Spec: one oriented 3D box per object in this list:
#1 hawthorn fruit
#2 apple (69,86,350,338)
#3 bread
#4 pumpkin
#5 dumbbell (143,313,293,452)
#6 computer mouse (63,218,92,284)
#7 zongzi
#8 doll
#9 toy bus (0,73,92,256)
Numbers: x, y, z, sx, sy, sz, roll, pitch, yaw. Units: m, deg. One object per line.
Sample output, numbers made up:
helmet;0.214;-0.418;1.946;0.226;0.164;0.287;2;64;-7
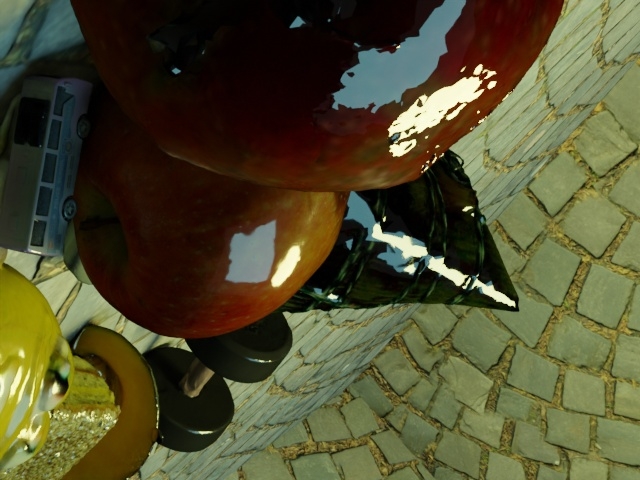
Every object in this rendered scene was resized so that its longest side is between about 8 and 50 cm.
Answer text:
hawthorn fruit;0.003;-0.174;0.699;0.316;0.316;0.316;-41;168;-11
apple;-0.081;-0.038;0.962;0.230;0.230;0.230;-41;168;-11
bread;-0.350;0.223;1.323;0.234;0.110;0.184;-43;159;9
pumpkin;-0.281;0.235;1.456;0.278;0.163;0.111;-44;167;10
dumbbell;-0.152;0.168;1.659;0.218;0.152;0.152;-51;166;32
computer mouse;-0.104;-0.070;1.154;0.331;0.095;0.197;-46;163;14
zongzi;0.000;0.000;1.492;0.383;0.319;0.362;0;149;-48
doll;-0.313;0.084;0.884;0.423;0.161;0.348;-41;154;-48
toy bus;-0.198;-0.055;0.874;0.052;0.037;0.131;10;91;-65
